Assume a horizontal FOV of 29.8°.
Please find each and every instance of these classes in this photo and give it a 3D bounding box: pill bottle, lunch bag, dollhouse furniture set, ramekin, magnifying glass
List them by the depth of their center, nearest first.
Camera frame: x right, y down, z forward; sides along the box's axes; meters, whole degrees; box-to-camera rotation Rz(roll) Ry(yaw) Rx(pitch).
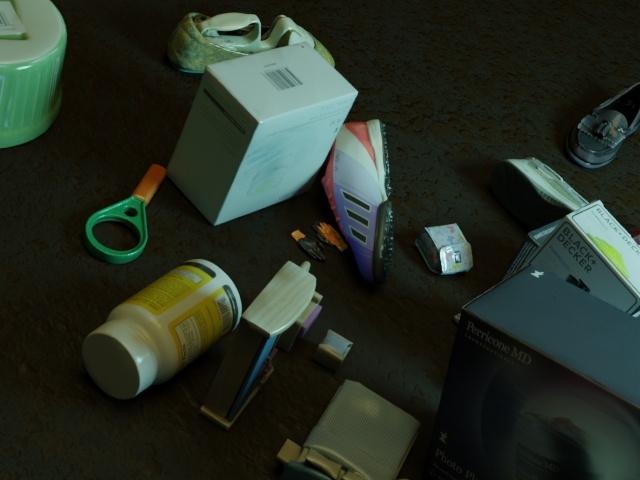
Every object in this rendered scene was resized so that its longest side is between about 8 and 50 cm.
[{"bbox_3d":[-0.210,0.118,1.599,0.119,0.119,0.208,38,40,14],"label":"pill bottle"},{"bbox_3d":[0.044,0.182,1.602,0.303,0.198,0.286,32,40,6],"label":"dollhouse furniture set"},{"bbox_3d":[-0.286,-0.044,1.816,0.092,0.026,0.231,25,41,-1],"label":"magnifying glass"},{"bbox_3d":[-0.538,-0.295,1.856,0.303,0.148,0.303,15,40,-13],"label":"ramekin"},{"bbox_3d":[0.209,0.017,1.991,0.071,0.053,0.083,-7,58,-32],"label":"lunch bag"}]

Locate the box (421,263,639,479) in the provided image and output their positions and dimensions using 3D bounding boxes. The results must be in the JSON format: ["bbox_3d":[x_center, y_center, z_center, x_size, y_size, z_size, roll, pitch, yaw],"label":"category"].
[{"bbox_3d":[0.316,0.238,1.562,0.296,0.294,0.182,29,36,30],"label":"box"}]

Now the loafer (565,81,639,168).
[{"bbox_3d":[0.591,-0.246,2.452,0.109,0.095,0.302,37,40,14],"label":"loafer"}]

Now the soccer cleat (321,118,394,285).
[{"bbox_3d":[0.058,-0.061,1.961,0.116,0.108,0.318,-4,56,4],"label":"soccer cleat"}]

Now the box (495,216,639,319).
[{"bbox_3d":[0.443,0.103,1.948,0.165,0.143,0.270,-22,59,-42],"label":"box"}]

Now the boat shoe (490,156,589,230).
[{"bbox_3d":[0.438,-0.039,2.128,0.103,0.118,0.320,-17,49,-35],"label":"boat shoe"}]

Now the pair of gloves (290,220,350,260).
[{"bbox_3d":[0.000,0.000,1.929,0.074,0.010,0.083,44,43,21],"label":"pair of gloves"}]

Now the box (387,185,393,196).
[{"bbox_3d":[0.076,-0.086,2.059,0.083,0.018,0.067,27,39,2],"label":"box"}]

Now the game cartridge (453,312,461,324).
[{"bbox_3d":[0.256,0.132,1.918,0.083,0.017,0.056,-15,51,-39],"label":"game cartridge"}]

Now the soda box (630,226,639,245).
[{"bbox_3d":[0.588,0.013,2.084,0.092,0.083,0.263,64,21,5],"label":"soda box"}]

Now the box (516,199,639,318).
[{"bbox_3d":[0.362,0.098,1.783,0.087,0.290,0.169,-21,66,-42],"label":"box"}]

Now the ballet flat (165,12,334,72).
[{"bbox_3d":[-0.109,-0.360,2.187,0.348,0.123,0.123,-2,47,-31],"label":"ballet flat"}]

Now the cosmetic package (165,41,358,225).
[{"bbox_3d":[-0.094,-0.169,1.896,0.224,0.225,0.138,-23,62,-42],"label":"cosmetic package"}]
